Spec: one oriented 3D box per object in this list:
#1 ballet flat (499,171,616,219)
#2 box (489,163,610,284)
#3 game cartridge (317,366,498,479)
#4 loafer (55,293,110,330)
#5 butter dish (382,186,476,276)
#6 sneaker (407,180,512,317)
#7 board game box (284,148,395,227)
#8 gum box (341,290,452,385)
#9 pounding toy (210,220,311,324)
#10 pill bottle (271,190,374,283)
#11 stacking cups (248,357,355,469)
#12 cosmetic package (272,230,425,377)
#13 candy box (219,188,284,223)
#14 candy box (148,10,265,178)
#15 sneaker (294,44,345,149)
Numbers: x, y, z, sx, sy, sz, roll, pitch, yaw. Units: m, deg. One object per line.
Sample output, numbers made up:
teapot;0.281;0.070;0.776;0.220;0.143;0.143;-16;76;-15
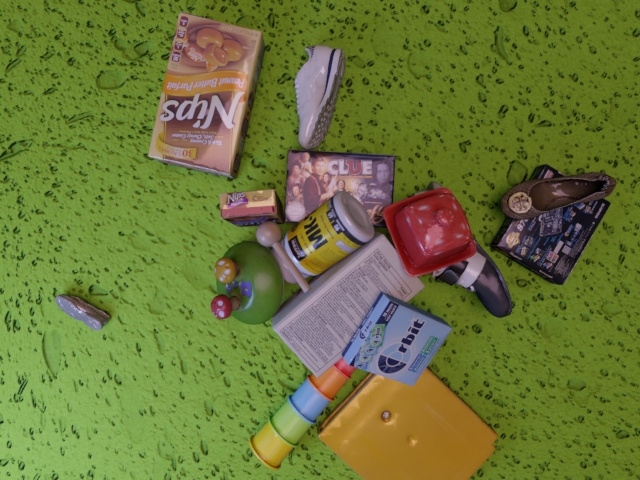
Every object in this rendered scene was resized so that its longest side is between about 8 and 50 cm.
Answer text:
ballet flat;0.515;-0.101;0.943;0.249;0.058;0.084;-10;89;-1
box;0.522;-0.036;0.999;0.175;0.051;0.220;30;90;-1
game cartridge;0.203;0.444;1.002;0.323;0.052;0.285;44;90;-3
loafer;-0.539;0.158;0.995;0.125;0.039;0.045;33;123;2
butter dish;0.225;-0.030;0.850;0.160;0.118;0.160;-18;78;-9
sneaker;0.278;0.046;0.962;0.146;0.122;0.331;-33;82;-6
board game box;0.043;-0.116;0.995;0.243;0.042;0.165;3;90;-1
gum box;0.160;0.207;0.902;0.184;0.041;0.157;26;101;-27
pounding toy;-0.161;0.083;0.904;0.236;0.110;0.183;-35;75;33
pill bottle;0.000;0.000;0.927;0.208;0.119;0.119;-36;91;26
stacking cups;-0.017;0.358;0.980;0.096;0.096;0.316;44;86;-1
cosmetic package;0.053;0.128;0.946;0.296;0.129;0.153;-39;100;0
candy box;-0.138;-0.064;0.921;0.109;0.187;0.053;-5;88;0
candy box;-0.246;-0.312;0.967;0.182;0.087;0.317;13;90;-1
sneaker;-0.017;-0.320;0.982;0.094;0.090;0.235;15;86;11
